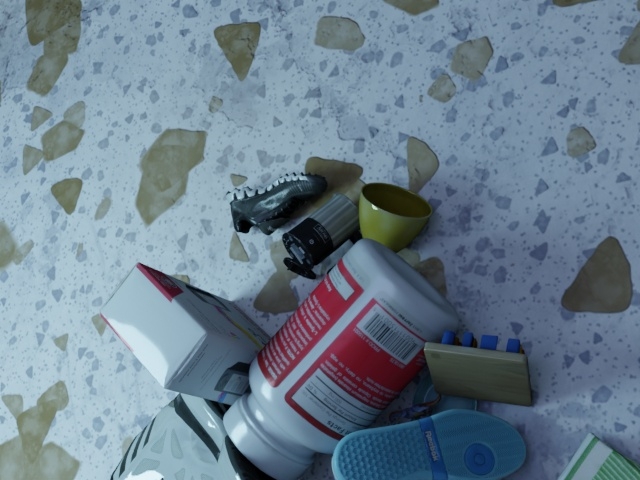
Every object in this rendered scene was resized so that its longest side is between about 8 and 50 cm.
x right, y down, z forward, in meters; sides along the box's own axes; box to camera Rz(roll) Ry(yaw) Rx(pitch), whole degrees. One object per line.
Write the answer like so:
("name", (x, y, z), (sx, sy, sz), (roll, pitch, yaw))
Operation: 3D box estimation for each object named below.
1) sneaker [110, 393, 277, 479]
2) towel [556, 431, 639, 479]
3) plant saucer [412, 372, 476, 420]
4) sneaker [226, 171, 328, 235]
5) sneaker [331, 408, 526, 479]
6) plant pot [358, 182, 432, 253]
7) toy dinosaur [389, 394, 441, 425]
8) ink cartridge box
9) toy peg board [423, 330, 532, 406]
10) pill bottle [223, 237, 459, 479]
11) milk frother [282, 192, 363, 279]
("sneaker", (-0.217, 0.456, 1.850), (0.257, 0.169, 0.447), (-43, 36, 0))
("towel", (0.474, 0.479, 1.572), (0.325, 0.038, 0.247), (37, 97, 31))
("plant saucer", (0.215, 0.280, 1.791), (0.119, 0.021, 0.119), (-10, 70, 29))
("sneaker", (-0.083, -0.065, 2.041), (0.234, 0.078, 0.106), (-12, 73, 32))
("sneaker", (0.168, 0.371, 1.743), (0.319, 0.208, 0.127), (-2, 65, -7))
("plant pot", (0.124, -0.032, 1.887), (0.134, 0.134, 0.095), (36, 121, 33))
("toy dinosaur", (0.159, 0.299, 1.795), (0.082, 0.047, 0.090), (6, 46, 41))
("ink cartridge box", (-0.218, 0.182, 1.909), (0.226, 0.306, 0.131), (39, 97, 33))
("toy peg board", (0.263, 0.191, 1.701), (0.161, 0.160, 0.079), (5, 57, 18))
("pill bottle", (0.026, 0.213, 1.800), (0.407, 0.229, 0.229), (-49, 58, 10))
("milk frother", (0.000, 0.000, 1.964), (0.135, 0.129, 0.143), (-38, 20, -23))
